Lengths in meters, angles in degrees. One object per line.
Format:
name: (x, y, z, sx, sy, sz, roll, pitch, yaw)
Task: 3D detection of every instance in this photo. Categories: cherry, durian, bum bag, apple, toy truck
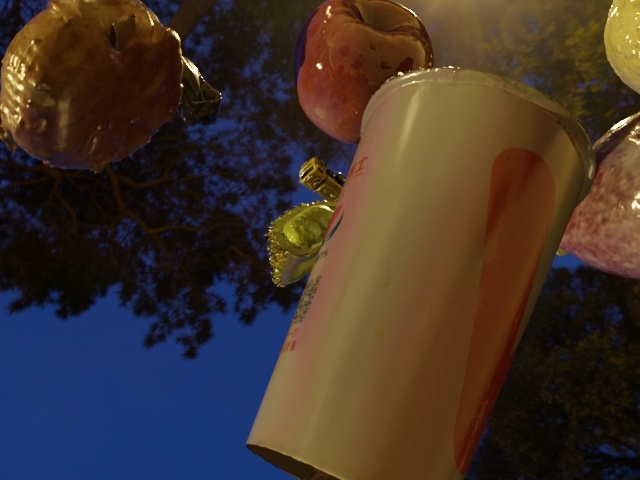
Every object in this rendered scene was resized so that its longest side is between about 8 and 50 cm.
cherry: (0.431, -0.056, 0.722, 0.203, 0.300, 0.230, 28, -128, -39)
durian: (0.000, 0.000, 1.241, 0.352, 0.169, 0.158, -34, -65, -47)
bum bag: (-0.308, -0.343, 1.102, 0.326, 0.080, 0.142, 53, -143, -38)
apple: (0.084, -0.340, 1.144, 0.306, 0.235, 0.305, 10, -134, -11)
toy truck: (0.002, -0.108, 1.020, 0.083, 0.049, 0.054, 35, -150, -28)

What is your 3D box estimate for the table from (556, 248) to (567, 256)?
table: (0.529, -0.071, 1.233, 0.198, 0.167, 0.166, -29, -91, -35)

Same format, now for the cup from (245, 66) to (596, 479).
cup: (0.070, 0.043, 0.423, 0.203, 0.203, 0.288, 35, -117, -16)

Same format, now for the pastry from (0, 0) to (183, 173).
pastry: (-0.265, -0.175, 0.668, 0.100, 0.218, 0.229, 39, -106, 16)

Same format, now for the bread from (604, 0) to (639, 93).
bread: (0.605, -0.336, 0.840, 0.321, 0.237, 0.320, 0, -87, 5)
